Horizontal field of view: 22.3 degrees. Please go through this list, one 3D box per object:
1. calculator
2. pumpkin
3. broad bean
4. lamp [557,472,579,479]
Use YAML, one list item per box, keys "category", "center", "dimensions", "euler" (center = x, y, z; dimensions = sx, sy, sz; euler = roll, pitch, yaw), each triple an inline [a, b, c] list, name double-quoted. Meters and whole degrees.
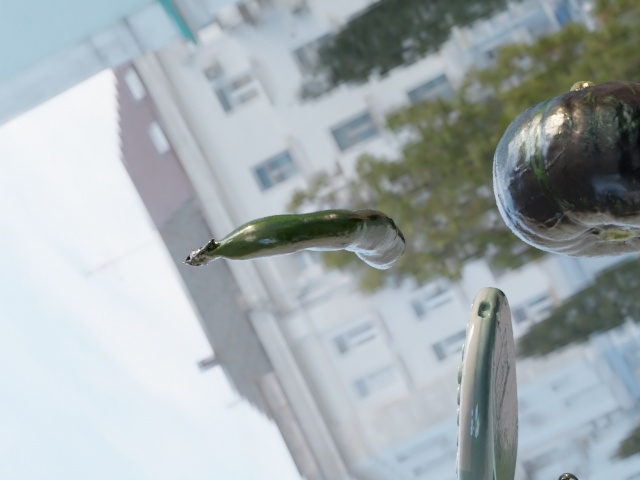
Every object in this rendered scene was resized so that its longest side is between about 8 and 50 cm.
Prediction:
- category: "calculator"
  center: [0.154, 0.177, 1.489]
  dimensions: [0.184, 0.042, 0.295]
  euler: [-71, -19, -50]
- category: "pumpkin"
  center: [0.388, -0.105, 2.206]
  dimensions: [0.315, 0.315, 0.238]
  euler: [31, -128, -70]
- category: "broad bean"
  center: [0.000, 0.000, 1.797]
  dimensions: [0.292, 0.144, 0.049]
  euler: [-1, -106, -36]
- category: "lamp"
  center: [0.140, 0.212, 1.128]
  dimensions: [0.121, 0.041, 0.054]
  euler: [-30, -57, -39]
